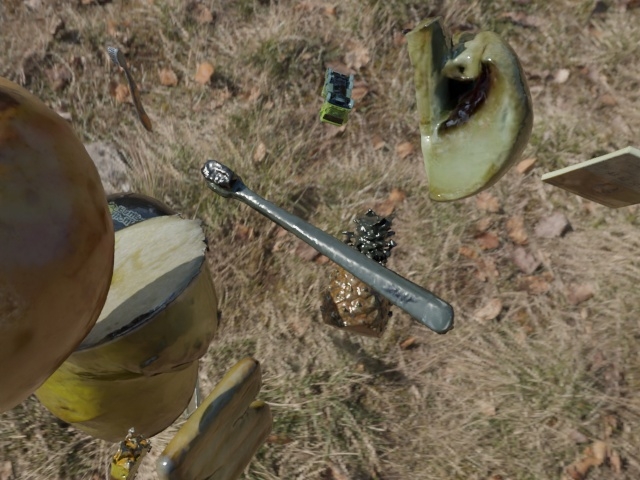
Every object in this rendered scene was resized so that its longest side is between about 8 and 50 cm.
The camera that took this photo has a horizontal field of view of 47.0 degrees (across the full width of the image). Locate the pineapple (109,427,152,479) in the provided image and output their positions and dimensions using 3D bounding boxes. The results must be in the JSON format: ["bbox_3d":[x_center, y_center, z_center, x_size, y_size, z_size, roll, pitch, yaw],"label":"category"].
[{"bbox_3d":[-0.145,0.168,0.557,0.019,0.083,0.045,26,51,1],"label":"pineapple"}]

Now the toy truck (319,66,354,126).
[{"bbox_3d":[0.036,-0.353,1.848,0.077,0.100,0.169,14,44,-12],"label":"toy truck"}]

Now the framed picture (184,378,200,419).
[{"bbox_3d":[-0.282,0.304,1.596,0.011,0.109,0.149,3,66,-24],"label":"framed picture"}]

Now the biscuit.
[{"bbox_3d":[-0.194,0.388,1.414,0.062,0.237,0.291,17,48,28],"label":"biscuit"}]

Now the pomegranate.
[{"bbox_3d":[-0.347,0.005,0.617,0.342,0.342,0.343,4,75,-14],"label":"pomegranate"}]

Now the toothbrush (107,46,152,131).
[{"bbox_3d":[-0.419,-0.331,1.653,0.031,0.321,0.023,26,70,13],"label":"toothbrush"}]

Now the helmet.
[{"bbox_3d":[-0.305,0.012,1.292,0.278,0.231,0.160,20,56,13],"label":"helmet"}]

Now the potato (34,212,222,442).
[{"bbox_3d":[-0.248,0.156,1.047,0.290,0.397,0.296,-56,130,-44],"label":"potato"}]

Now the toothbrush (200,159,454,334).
[{"bbox_3d":[0.000,0.000,0.693,0.297,0.030,0.030,32,80,22],"label":"toothbrush"}]

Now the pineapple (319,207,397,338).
[{"bbox_3d":[0.099,0.061,1.548,0.157,0.158,0.279,18,78,-10],"label":"pineapple"}]

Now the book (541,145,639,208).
[{"bbox_3d":[0.367,-0.073,0.899,0.118,0.172,0.012,19,79,-13],"label":"book"}]

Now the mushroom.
[{"bbox_3d":[0.262,-0.237,1.207,0.217,0.211,0.292,-33,108,-49],"label":"mushroom"}]
